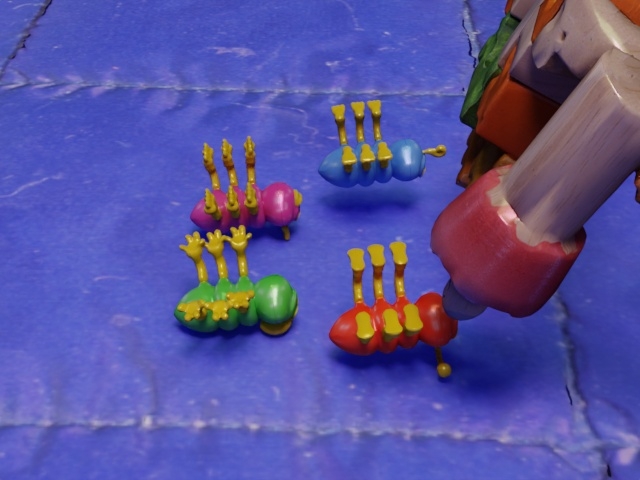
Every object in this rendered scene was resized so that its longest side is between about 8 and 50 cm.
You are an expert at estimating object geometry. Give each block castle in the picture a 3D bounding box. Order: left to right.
[{"bbox_3d":[0.260,-0.076,0.735,0.303,0.213,0.453,30,42,-5],"label":"block castle"}]

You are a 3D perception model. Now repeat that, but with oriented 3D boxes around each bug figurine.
[{"bbox_3d":[0.000,0.000,0.767,0.216,0.072,0.279,-4,40,2],"label":"bug figurine"}]
